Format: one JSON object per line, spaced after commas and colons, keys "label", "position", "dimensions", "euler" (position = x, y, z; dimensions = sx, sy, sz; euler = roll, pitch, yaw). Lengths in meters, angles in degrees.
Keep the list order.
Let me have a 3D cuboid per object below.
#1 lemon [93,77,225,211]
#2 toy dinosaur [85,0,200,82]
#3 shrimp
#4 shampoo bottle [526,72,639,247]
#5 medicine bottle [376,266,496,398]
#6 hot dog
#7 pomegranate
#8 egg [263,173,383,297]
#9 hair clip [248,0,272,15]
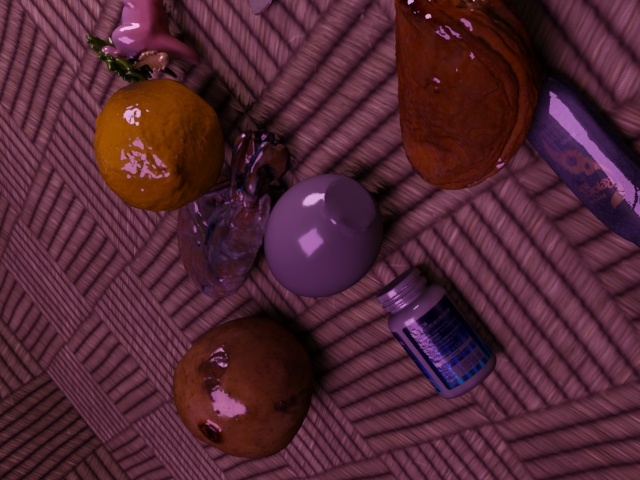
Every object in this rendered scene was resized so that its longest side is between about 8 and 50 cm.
{"label": "lemon", "position": [-0.250, -0.149, 1.063], "dimensions": [0.260, 0.204, 0.204], "euler": [-119, 17, -59]}
{"label": "toy dinosaur", "position": [-0.269, -0.353, 1.106], "dimensions": [0.177, 0.152, 0.194], "euler": [-37, 84, 21]}
{"label": "shrimp", "position": [-0.169, -0.050, 1.235], "dimensions": [0.221, 0.110, 0.445], "euler": [60, 142, 16]}
{"label": "shampoo bottle", "position": [0.321, -0.086, 0.791], "dimensions": [0.233, 0.049, 0.087], "euler": [50, 146, 2]}
{"label": "medicine bottle", "position": [0.174, 0.139, 1.044], "dimensions": [0.191, 0.107, 0.107], "euler": [53, 139, -1]}
{"label": "hot dog", "position": [0.155, -0.179, 0.783], "dimensions": [0.196, 0.122, 0.272], "euler": [52, 167, 37]}
{"label": "pomegranate", "position": [-0.151, 0.285, 1.335], "dimensions": [0.281, 0.281, 0.281], "euler": [23, 132, 29]}
{"label": "egg", "position": [0.000, 0.000, 1.049], "dimensions": [0.176, 0.176, 0.232], "euler": [43, 140, 10]}
{"label": "hair clip", "position": [-0.114, -0.394, 0.985], "dimensions": [0.137, 0.022, 0.054], "euler": [54, 138, -3]}
